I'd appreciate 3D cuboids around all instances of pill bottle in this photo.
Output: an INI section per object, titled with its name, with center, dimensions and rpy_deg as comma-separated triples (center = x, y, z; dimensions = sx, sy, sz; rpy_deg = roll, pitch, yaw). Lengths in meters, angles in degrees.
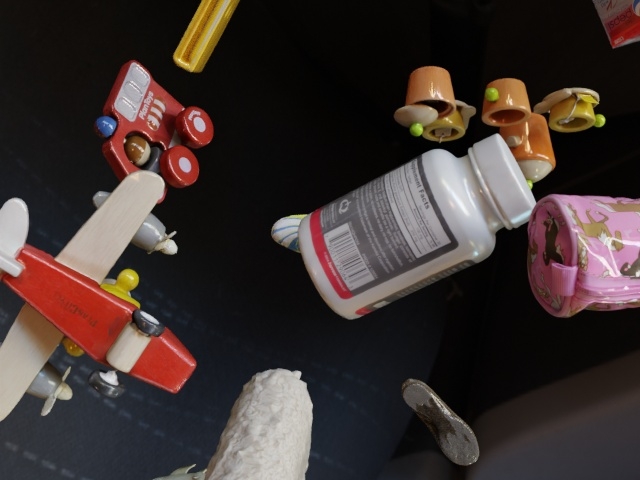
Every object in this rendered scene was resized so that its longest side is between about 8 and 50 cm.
[pill bottle]
center = 0.142, -0.024, 1.142
dimensions = 0.319, 0.176, 0.176
rpy_deg = -27, 121, 19

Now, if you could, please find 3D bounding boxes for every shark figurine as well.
[shark figurine]
center = -0.252, 0.523, 1.583
dimensions = 0.278, 0.166, 0.116
rpy_deg = -14, 88, 36

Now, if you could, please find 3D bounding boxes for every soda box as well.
[soda box]
center = 0.486, -0.332, 1.039
dimensions = 0.092, 0.263, 0.083
rpy_deg = -26, 85, 63

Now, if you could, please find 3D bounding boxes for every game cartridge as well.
[game cartridge]
center = -0.209, -0.480, 1.621
dimensions = 0.053, 0.323, 0.285
rpy_deg = 28, 97, -12

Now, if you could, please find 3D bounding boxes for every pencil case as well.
[pencil case]
center = 0.457, 0.016, 1.002
dimensions = 0.386, 0.160, 0.167
rpy_deg = 0, 171, -6

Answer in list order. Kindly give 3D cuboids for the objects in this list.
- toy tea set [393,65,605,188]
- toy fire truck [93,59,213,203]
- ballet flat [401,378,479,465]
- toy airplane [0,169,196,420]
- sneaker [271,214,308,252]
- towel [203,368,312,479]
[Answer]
[toy tea set]
center = 0.261, -0.162, 1.219
dimensions = 0.336, 0.124, 0.200
rpy_deg = 6, 164, -16
[toy fire truck]
center = -0.415, -0.246, 1.864
dimensions = 0.169, 0.302, 0.254
rpy_deg = -17, 136, 38
[ballet flat]
center = 0.266, 0.401, 1.757
dimensions = 0.084, 0.058, 0.250
rpy_deg = -41, 101, 6
[toy airplane]
center = -0.422, 0.098, 1.356
dimensions = 0.386, 0.272, 0.384
rpy_deg = -12, 86, 4
[sneaker]
center = 0.000, 0.000, 1.747
dimensions = 0.240, 0.126, 0.091
rpy_deg = 9, 100, 8
[towel]
center = -0.053, 0.214, 0.372
dimensions = 0.049, 0.187, 0.282
rpy_deg = 12, 127, 5
